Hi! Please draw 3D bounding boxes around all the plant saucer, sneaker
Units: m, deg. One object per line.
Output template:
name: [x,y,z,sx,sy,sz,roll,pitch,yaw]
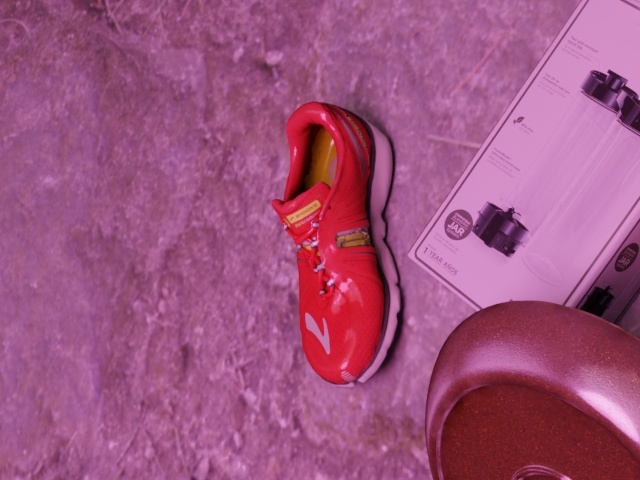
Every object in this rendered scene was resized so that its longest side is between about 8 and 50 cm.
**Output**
plant saucer: [0.184,0.191,0.992,0.310,0.050,0.310,29,134,36]
sneaker: [0.000,0.000,1.278,0.107,0.118,0.279,-17,64,32]

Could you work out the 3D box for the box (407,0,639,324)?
box: [0.226,-0.053,1.148,0.169,0.087,0.290,39,99,39]
